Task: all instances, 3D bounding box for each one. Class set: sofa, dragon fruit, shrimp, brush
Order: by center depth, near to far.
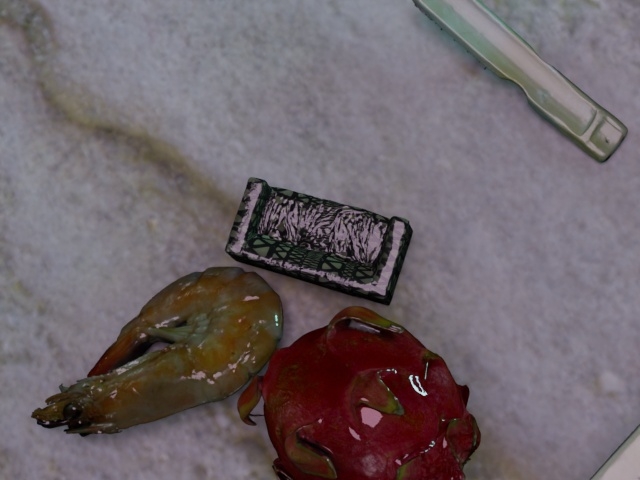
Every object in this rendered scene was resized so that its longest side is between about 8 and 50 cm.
[{"bbox_3d":[0.022,0.107,0.966,0.136,0.133,0.166,-24,32,-32],"label":"dragon fruit"},{"bbox_3d":[0.000,0.000,1.041,0.118,0.039,0.060,16,80,12],"label":"sofa"},{"bbox_3d":[-0.112,0.083,1.043,0.190,0.042,0.101,-28,55,3],"label":"shrimp"},{"bbox_3d":[0.136,-0.120,1.054,0.178,0.030,0.033,42,79,4],"label":"brush"}]

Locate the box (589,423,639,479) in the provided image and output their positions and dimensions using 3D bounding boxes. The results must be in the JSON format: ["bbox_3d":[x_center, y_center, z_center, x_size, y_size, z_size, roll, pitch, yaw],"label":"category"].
[{"bbox_3d":[0.279,0.218,0.933,0.256,0.069,0.164,42,87,15],"label":"box"}]
